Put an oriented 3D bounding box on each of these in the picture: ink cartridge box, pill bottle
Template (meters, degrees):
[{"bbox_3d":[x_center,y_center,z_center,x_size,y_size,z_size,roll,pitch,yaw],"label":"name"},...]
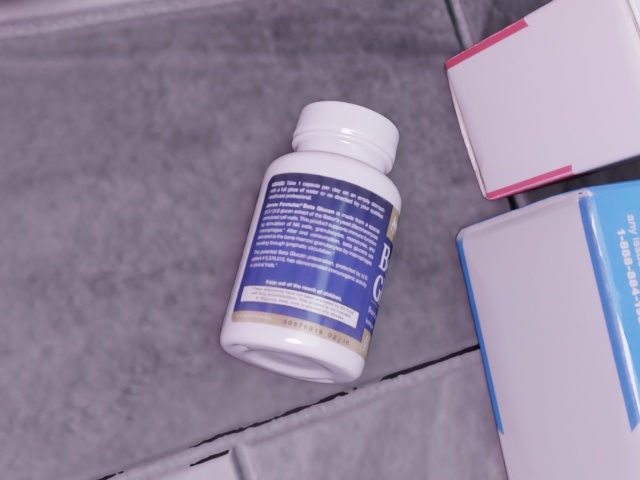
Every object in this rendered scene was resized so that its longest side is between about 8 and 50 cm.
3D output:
[{"bbox_3d":[0.268,-0.131,0.820,0.283,0.207,0.117,-17,88,-27],"label":"ink cartridge box"},{"bbox_3d":[0.330,0.090,0.824,0.395,0.166,0.285,-9,83,-26],"label":"ink cartridge box"},{"bbox_3d":[0.000,0.000,0.732,0.094,0.094,0.169,21,72,-20],"label":"pill bottle"}]
